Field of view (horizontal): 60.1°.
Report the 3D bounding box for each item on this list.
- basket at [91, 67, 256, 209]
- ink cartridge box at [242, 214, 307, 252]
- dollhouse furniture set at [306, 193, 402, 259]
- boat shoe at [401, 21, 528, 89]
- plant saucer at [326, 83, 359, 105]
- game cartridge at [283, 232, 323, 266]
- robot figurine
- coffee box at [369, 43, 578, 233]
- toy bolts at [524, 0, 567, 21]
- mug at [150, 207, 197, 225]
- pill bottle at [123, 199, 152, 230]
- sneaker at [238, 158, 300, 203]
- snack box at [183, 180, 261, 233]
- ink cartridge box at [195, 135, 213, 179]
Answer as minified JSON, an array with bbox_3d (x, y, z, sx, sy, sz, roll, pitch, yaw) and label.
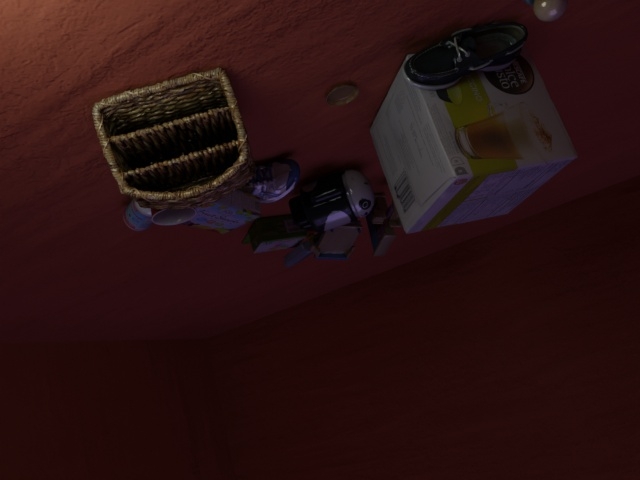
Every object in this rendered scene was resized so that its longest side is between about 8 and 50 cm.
[{"bbox_3d":[-0.306,-0.199,1.202,0.299,0.214,0.223,-15,164,-4],"label":"basket"},{"bbox_3d":[-0.184,-0.004,2.151,0.188,0.097,0.255,-9,162,-24],"label":"ink cartridge box"},{"bbox_3d":[0.115,-0.088,2.039,0.303,0.198,0.286,1,145,-17],"label":"dollhouse furniture set"},{"bbox_3d":[0.325,-0.426,1.243,0.302,0.114,0.091,-23,167,-17],"label":"boat shoe"},{"bbox_3d":[0.053,-0.360,1.355,0.083,0.015,0.083,-14,163,-4],"label":"plant saucer"},{"bbox_3d":[0.000,0.000,2.229,0.297,0.062,0.198,-31,180,-39],"label":"game cartridge"},{"bbox_3d":[0.041,-0.125,1.822,0.278,0.174,0.209,-19,-156,11],"label":"robot figurine"},{"bbox_3d":[0.367,-0.255,1.418,0.334,0.338,0.338,-11,162,-15],"label":"coffee box"},{"bbox_3d":[0.378,-0.491,0.975,0.218,0.159,0.228,-18,163,8],"label":"toy bolts"},{"bbox_3d":[-0.384,-0.143,1.387,0.113,0.169,0.150,-12,163,-9],"label":"mug"},{"bbox_3d":[-0.499,-0.095,1.583,0.087,0.087,0.160,-2,158,-39],"label":"pill bottle"},{"bbox_3d":[-0.203,-0.161,1.599,0.296,0.112,0.131,-21,162,16],"label":"sneaker"},{"bbox_3d":[-0.299,-0.090,1.537,0.174,0.070,0.207,-20,157,37],"label":"snack box"},{"bbox_3d":[-0.288,-0.206,1.438,0.127,0.073,0.175,-13,164,-6],"label":"ink cartridge box"}]
